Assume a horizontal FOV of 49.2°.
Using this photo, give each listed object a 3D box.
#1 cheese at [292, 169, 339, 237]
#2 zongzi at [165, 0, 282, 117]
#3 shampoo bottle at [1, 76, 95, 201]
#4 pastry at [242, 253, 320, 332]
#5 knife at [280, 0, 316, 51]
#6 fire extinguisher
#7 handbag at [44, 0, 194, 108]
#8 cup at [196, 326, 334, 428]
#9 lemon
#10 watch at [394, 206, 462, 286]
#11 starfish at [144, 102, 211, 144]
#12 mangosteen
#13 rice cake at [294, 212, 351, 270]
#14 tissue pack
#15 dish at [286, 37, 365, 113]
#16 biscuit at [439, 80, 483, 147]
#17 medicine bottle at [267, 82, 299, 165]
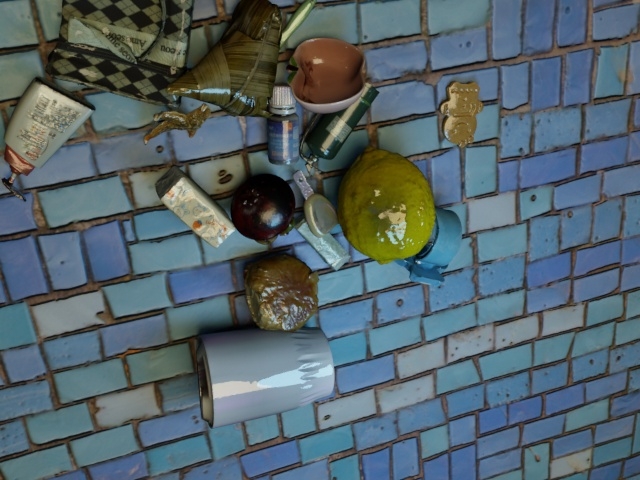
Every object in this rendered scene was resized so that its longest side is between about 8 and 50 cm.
[{"bbox_3d":[-0.021,-0.103,1.866,0.097,0.037,0.192,-41,114,-24],"label":"cheese"},{"bbox_3d":[-0.223,-0.439,1.621,0.288,0.134,0.286,1,100,-46],"label":"zongzi"},{"bbox_3d":[-0.669,-0.232,1.644,0.153,0.071,0.284,29,102,-28],"label":"shampoo bottle"},{"bbox_3d":[-0.114,0.140,1.921,0.229,0.100,0.219,41,67,-19],"label":"pastry"},{"bbox_3d":[-0.101,-0.504,1.746,0.043,0.020,0.293,35,99,-25],"label":"knife"},{"bbox_3d":[0.033,-0.293,1.837,0.118,0.093,0.294,33,98,-14],"label":"fire extinguisher"},{"bbox_3d":[-0.439,-0.530,1.554,0.316,0.180,0.416,7,114,-12],"label":"handbag"},{"bbox_3d":[-0.166,0.365,1.948,0.371,0.253,0.254,-7,113,-19],"label":"cup"},{"bbox_3d":[0.174,-0.094,1.858,0.268,0.268,0.322,-12,109,-13],"label":"lemon"},{"bbox_3d":[0.316,0.004,1.990,0.210,0.211,0.193,15,123,-23],"label":"watch"},{"bbox_3d":[-0.340,-0.283,1.653,0.138,0.247,0.050,-11,84,-20],"label":"starfish"},{"bbox_3d":[-0.139,-0.076,1.831,0.199,0.200,0.200,-6,113,-16],"label":"mangosteen"},{"bbox_3d":[0.000,0.000,1.954,0.069,0.063,0.206,-46,117,-2],"label":"rice cake"},{"bbox_3d":[-0.319,-0.087,1.770,0.092,0.148,0.196,-46,117,1],"label":"tissue pack"},{"bbox_3d":[0.015,-0.399,1.748,0.213,0.213,0.090,-25,157,-7],"label":"dish"},{"bbox_3d":[0.392,-0.357,1.962,0.133,0.027,0.184,7,108,-22],"label":"biscuit"},{"bbox_3d":[-0.096,-0.300,1.795,0.083,0.083,0.203,-5,111,-16],"label":"medicine bottle"}]
